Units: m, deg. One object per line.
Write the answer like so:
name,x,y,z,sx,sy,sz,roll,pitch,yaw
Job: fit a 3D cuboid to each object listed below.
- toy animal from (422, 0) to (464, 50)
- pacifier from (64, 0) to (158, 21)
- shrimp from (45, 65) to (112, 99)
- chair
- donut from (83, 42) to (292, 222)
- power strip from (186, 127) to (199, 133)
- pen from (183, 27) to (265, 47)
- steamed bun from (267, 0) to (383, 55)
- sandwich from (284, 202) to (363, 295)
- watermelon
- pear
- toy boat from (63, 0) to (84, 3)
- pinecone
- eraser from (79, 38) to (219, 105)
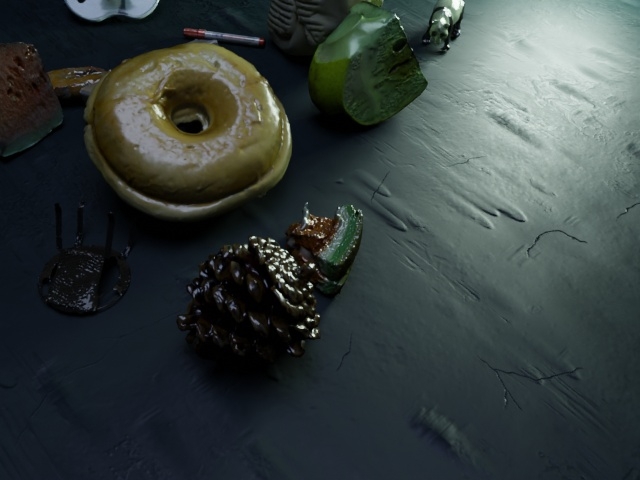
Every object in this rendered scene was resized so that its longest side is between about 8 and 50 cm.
toy animal,0.366,-0.646,2.010,0.094,0.121,0.225,22,51,15
pacifier,-0.608,-0.758,1.964,0.279,0.207,0.227,-8,83,-13
shrimp,-0.579,-0.421,1.768,0.317,0.062,0.164,-10,41,-15
chair,-0.456,0.032,1.340,0.174,0.149,0.213,11,89,2
donut,-0.279,-0.235,1.472,0.449,0.198,0.449,7,64,-14
power strip,-0.278,-0.338,1.699,0.154,0.078,0.154,0,46,0
pen,-0.277,-0.585,1.963,0.239,0.028,0.028,8,47,2
steamed bun,0.035,-0.687,1.872,0.255,0.367,0.342,-10,29,-34
sandwich,-0.001,0.007,1.385,0.160,0.109,0.185,14,47,5
watermelon,-0.710,-0.346,1.553,0.140,0.256,0.193,22,42,14
pear,0.094,-0.422,1.721,0.282,0.286,0.176,-47,47,-6
toy boat,-0.691,-0.770,2.080,0.210,0.066,0.084,-31,59,-17
pinecone,-0.120,0.109,1.208,0.257,0.243,0.243,-19,34,37
eraser,-0.415,-0.404,1.690,0.343,0.078,0.144,-33,30,-22
